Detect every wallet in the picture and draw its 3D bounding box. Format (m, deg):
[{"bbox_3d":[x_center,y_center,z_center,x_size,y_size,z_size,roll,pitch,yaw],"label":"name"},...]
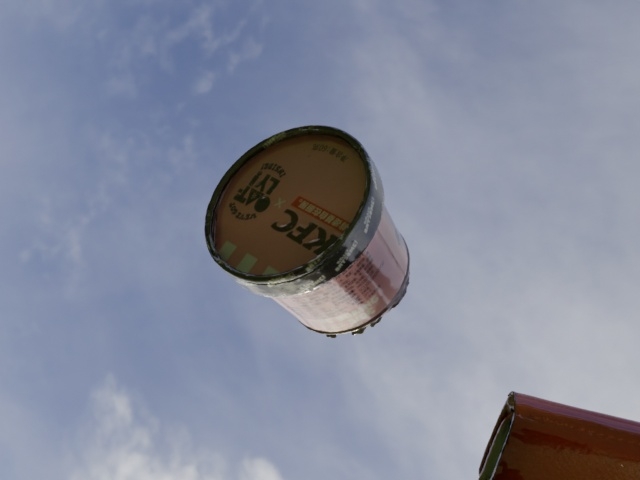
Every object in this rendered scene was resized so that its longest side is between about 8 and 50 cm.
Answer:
[{"bbox_3d":[0.205,0.180,0.678,0.204,0.045,0.142,13,-60,-1],"label":"wallet"}]

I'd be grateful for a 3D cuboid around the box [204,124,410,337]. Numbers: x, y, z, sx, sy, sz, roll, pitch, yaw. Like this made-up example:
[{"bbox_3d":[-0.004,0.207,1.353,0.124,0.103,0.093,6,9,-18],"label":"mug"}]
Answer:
[{"bbox_3d":[0.000,0.000,0.853,0.151,0.135,0.151,-15,-127,21],"label":"box"}]
